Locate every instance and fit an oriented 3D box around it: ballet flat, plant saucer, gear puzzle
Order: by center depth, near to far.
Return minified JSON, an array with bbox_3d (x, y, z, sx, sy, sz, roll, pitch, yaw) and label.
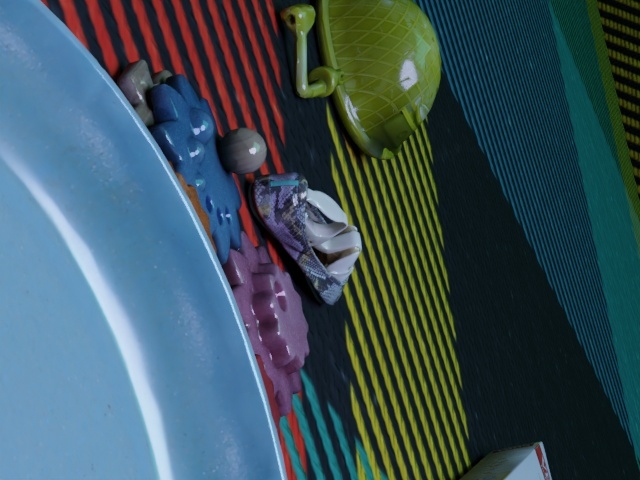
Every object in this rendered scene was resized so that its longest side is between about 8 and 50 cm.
[{"bbox_3d":[-0.095,0.071,0.440,0.317,0.043,0.318,45,36,-47],"label":"plant saucer"},{"bbox_3d":[-0.055,0.049,0.669,0.339,0.044,0.175,-72,144,-64],"label":"gear puzzle"},{"bbox_3d":[0.000,0.000,0.930,0.114,0.041,0.041,54,25,-53],"label":"ballet flat"}]

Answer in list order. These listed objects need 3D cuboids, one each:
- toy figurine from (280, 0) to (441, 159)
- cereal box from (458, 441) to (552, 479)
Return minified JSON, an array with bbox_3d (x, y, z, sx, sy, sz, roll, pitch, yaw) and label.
[{"bbox_3d":[0.075,-0.259,1.121,0.191,0.217,0.363,32,44,-68],"label":"toy figurine"},{"bbox_3d":[0.133,0.233,1.157,0.240,0.047,0.173,-8,84,-75],"label":"cereal box"}]
